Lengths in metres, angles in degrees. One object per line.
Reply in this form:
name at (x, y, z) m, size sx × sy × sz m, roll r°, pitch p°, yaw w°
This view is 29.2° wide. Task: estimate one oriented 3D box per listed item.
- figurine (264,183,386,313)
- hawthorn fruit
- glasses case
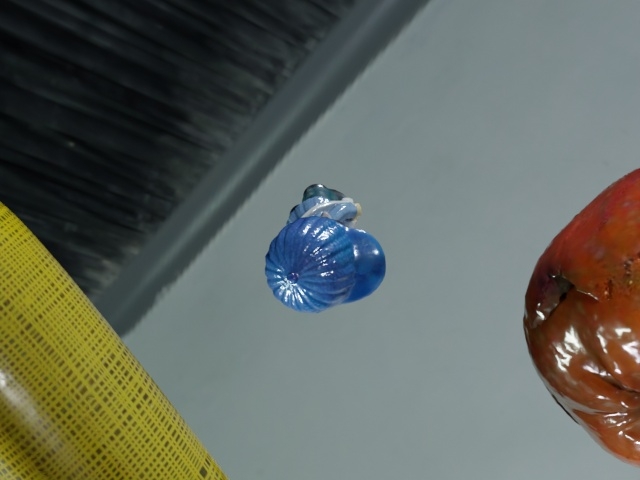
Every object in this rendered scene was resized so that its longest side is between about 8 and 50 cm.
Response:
figurine at (0.000, 0.000, 0.981) m, size 0.086 × 0.087 × 0.149 m, roll -49°, pitch 21°, yaw 20°
hawthorn fruit at (0.333, 0.040, 1.071) m, size 0.276 × 0.276 × 0.307 m, roll 2°, pitch 47°, yaw 42°
glasses case at (-0.094, 0.085, 0.493) m, size 0.064 × 0.234 × 0.079 m, roll -25°, pitch 16°, yaw 43°
